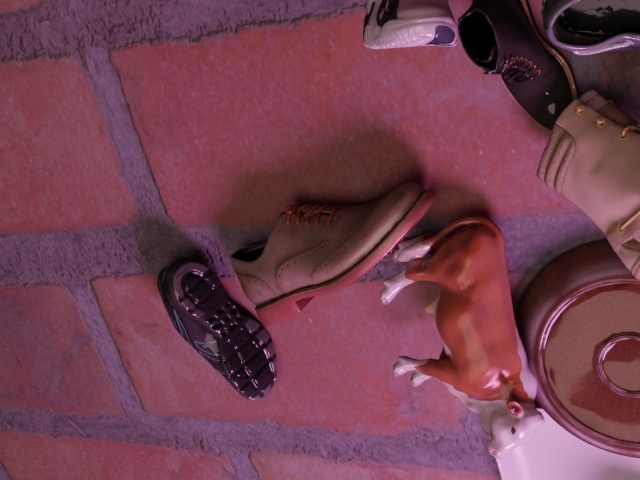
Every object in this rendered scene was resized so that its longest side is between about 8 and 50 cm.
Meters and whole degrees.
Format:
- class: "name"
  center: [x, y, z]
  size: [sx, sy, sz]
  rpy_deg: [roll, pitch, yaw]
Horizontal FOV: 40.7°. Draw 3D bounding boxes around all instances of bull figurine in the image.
- class: "bull figurine"
  center: [0.187, 0.125, 1.129]
  size: [0.189, 0.101, 0.310]
  rpy_deg: [-6, 92, 29]

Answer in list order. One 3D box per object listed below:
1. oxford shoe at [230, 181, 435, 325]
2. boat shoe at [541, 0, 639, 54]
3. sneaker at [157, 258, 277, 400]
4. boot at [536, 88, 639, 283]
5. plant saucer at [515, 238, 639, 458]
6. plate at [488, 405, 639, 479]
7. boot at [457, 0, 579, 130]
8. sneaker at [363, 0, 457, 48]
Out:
- class: "oxford shoe"
  center: [0.000, 0.000, 1.166]
  size: [0.348, 0.123, 0.130]
  rpy_deg: [-33, 97, 36]
- class: "boat shoe"
  center: [0.378, -0.231, 0.849]
  size: [0.320, 0.099, 0.116]
  rpy_deg: [2, 120, 24]
- class: "sneaker"
  center: [-0.162, 0.139, 1.365]
  size: [0.106, 0.101, 0.267]
  rpy_deg: [-5, 121, 53]
- class: "boot"
  center: [0.355, -0.106, 0.898]
  size: [0.203, 0.095, 0.262]
  rpy_deg: [52, 134, 30]
- class: "plant saucer"
  center: [0.393, 0.148, 1.083]
  size: [0.311, 0.050, 0.310]
  rpy_deg: [9, 112, 23]
- class: "plate"
  center: [0.396, 0.335, 1.238]
  size: [0.278, 0.045, 0.277]
  rpy_deg: [-5, 119, 27]
- class: "boot"
  center: [0.209, -0.183, 0.937]
  size: [0.077, 0.137, 0.198]
  rpy_deg: [-27, 108, 35]
- class: "sneaker"
  center: [0.090, -0.282, 0.889]
  size: [0.094, 0.235, 0.153]
  rpy_deg: [-1, 109, 5]
